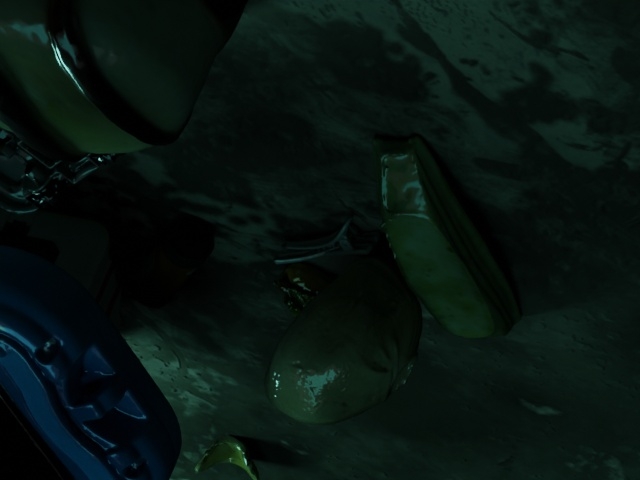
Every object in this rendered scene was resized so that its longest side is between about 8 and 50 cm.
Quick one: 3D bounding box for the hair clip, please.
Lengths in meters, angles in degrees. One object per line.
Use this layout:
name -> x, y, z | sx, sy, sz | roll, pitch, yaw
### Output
hair clip -> 0.001, -0.001, 1.911 | 0.115, 0.030, 0.039 | -13, 118, 39

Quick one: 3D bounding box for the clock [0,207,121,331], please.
clock -> -0.325, 0.112, 2.133 | 0.235, 0.166, 0.309 | 11, 145, 15

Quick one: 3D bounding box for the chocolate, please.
chocolate -> -0.201, -0.180, 1.577 | 0.283, 0.186, 0.283 | 14, 149, 9

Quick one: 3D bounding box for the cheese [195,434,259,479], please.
cheese -> -0.116, 0.264, 2.392 | 0.084, 0.041, 0.060 | -2, 152, 14

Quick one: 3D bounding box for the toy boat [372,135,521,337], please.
toy boat -> 0.111, 0.013, 1.840 | 0.093, 0.055, 0.293 | -1, 145, 26

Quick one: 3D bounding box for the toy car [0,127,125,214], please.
toy car -> -0.241, -0.112, 1.810 | 0.191, 0.100, 0.097 | -32, 125, 29

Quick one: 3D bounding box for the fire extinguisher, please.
fire extinguisher -> -0.156, 0.031, 2.033 | 0.062, 0.050, 0.177 | -11, 163, -27

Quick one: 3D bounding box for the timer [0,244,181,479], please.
timer -> -0.320, 0.156, 1.973 | 0.309, 0.115, 0.340 | -11, 128, 29

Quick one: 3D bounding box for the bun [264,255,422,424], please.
bun -> 0.033, 0.105, 1.892 | 0.113, 0.166, 0.173 | 37, 109, 11

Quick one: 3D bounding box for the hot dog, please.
hot dog -> 0.011, 0.066, 1.996 | 0.133, 0.041, 0.056 | 26, 149, -12
